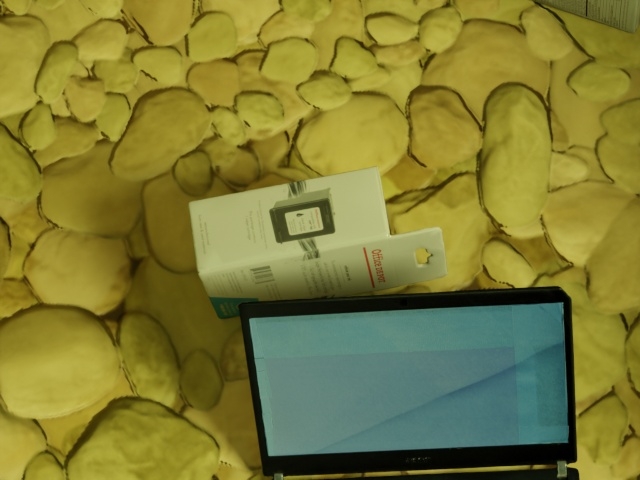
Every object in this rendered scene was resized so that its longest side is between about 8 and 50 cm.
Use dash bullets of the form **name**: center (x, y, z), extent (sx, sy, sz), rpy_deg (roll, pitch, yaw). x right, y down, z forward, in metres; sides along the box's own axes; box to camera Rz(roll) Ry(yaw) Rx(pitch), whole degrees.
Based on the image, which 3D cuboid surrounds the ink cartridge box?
- **ink cartridge box**: center (0.000, 0.000, 1.477), extent (0.180, 0.104, 0.060), rpy_deg (-11, 67, 2)

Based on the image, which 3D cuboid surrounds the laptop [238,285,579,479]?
- **laptop**: center (0.067, 0.183, 1.381), extent (0.234, 0.136, 0.264), rpy_deg (-3, 69, 6)

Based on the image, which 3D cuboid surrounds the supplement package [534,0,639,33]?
- **supplement package**: center (0.187, -0.303, 1.547), extent (0.203, 0.149, 0.194), rpy_deg (20, 73, 13)
